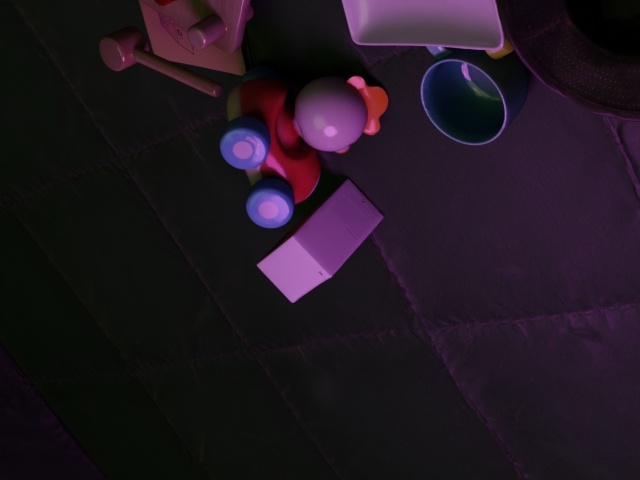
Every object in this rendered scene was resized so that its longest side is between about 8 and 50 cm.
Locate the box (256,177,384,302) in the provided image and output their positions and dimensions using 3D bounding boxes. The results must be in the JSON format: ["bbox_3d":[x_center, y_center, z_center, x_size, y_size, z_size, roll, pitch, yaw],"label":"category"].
[{"bbox_3d":[0.000,0.000,1.774,0.091,0.170,0.130,47,141,-5],"label":"box"}]

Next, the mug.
[{"bbox_3d":[0.211,-0.218,1.443,0.130,0.097,0.157,19,135,29],"label":"mug"}]

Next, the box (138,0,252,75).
[{"bbox_3d":[-0.206,-0.353,1.745,0.201,0.021,0.164,16,135,30],"label":"box"}]

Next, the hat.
[{"bbox_3d":[0.361,-0.308,1.199,0.332,0.134,0.331,9,119,17],"label":"hat"}]

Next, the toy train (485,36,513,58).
[{"bbox_3d":[0.265,-0.261,1.345,0.143,0.105,0.248,-19,112,46],"label":"toy train"}]

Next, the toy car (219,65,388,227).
[{"bbox_3d":[-0.006,-0.165,1.647,0.238,0.219,0.210,-13,120,15],"label":"toy car"}]

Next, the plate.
[{"bbox_3d":[0.107,-0.372,1.316,0.277,0.045,0.278,15,129,51],"label":"plate"}]

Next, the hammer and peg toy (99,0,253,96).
[{"bbox_3d":[-0.205,-0.390,1.600,0.266,0.127,0.361,32,135,17],"label":"hammer and peg toy"}]
